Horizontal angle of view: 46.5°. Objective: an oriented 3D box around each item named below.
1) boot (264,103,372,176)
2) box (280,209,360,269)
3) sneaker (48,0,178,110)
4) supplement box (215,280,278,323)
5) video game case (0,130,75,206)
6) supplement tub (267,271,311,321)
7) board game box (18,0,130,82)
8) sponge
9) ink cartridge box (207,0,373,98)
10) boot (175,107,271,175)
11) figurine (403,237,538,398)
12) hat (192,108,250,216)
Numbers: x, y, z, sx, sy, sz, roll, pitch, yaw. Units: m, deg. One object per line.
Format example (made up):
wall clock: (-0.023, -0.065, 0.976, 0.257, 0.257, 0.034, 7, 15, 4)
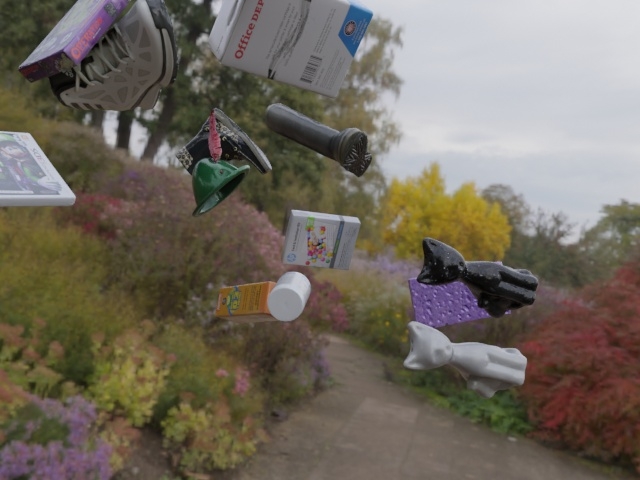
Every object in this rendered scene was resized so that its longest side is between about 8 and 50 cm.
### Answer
boot: (-0.011, -0.203, 1.387, 0.208, 0.076, 0.190, 37, -7, 15)
box: (0.000, 0.000, 1.974, 0.186, 0.145, 0.038, 7, 24, -15)
sneaker: (-0.491, -0.402, 1.722, 0.257, 0.169, 0.447, -16, -9, -26)
supplement box: (-0.155, 0.146, 1.722, 0.080, 0.078, 0.233, 17, -17, -32)
video game case: (-0.491, -0.111, 1.118, 0.190, 0.022, 0.173, -5, 44, -50)
supplement tub: (-0.059, 0.106, 1.423, 0.070, 0.071, 0.107, 9, 15, 6)
board game box: (-0.518, -0.504, 1.673, 0.208, 0.347, 0.056, 0, -39, 39)
sponge: (0.306, 0.122, 1.643, 0.210, 0.117, 0.031, -11, -5, 1)
ink cartridge box: (-0.091, -0.619, 2.175, 0.394, 0.286, 0.166, 11, 29, -32)
boot: (-0.258, -0.215, 1.970, 0.236, 0.178, 0.085, 46, 2, 17)
figurine: (0.222, 0.121, 1.151, 0.209, 0.215, 0.092, 20, -17, -29)
hat: (-0.281, -0.178, 1.724, 0.183, 0.173, 0.208, 48, 16, 1)
